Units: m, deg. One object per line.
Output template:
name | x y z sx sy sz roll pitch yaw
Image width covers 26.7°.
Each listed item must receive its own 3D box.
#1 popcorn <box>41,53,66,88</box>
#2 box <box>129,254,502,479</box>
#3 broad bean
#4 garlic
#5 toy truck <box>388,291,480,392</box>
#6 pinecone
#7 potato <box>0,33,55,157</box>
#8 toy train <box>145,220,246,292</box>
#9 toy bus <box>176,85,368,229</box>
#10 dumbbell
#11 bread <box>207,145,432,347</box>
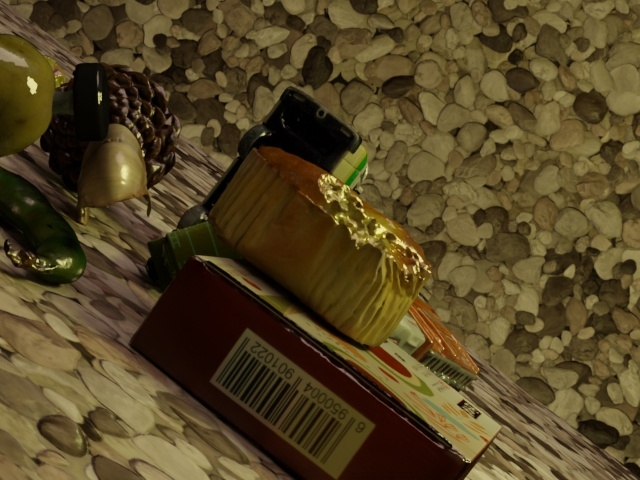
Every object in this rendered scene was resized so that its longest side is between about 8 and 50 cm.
popcorn | -0.493 -0.279 2.347 0.089 0.109 0.097 3 -55 36
box | 0.014 0.164 1.494 0.344 0.122 0.385 37 5 12
broad bean | -0.324 -0.030 1.421 0.144 0.049 0.292 30 9 -44
garlic | -0.265 -0.084 1.747 0.099 0.124 0.174 1 14 -10
toy truck | 0.077 0.139 1.873 0.207 0.173 0.387 49 7 26
pinecone | -0.298 -0.147 1.917 0.208 0.207 0.208 36 5 -4
potato | -0.409 -0.174 1.554 0.200 0.154 0.137 19 55 -28
toy train | -0.109 0.003 1.689 0.137 0.226 0.090 136 -65 -79
toy bus | -0.060 -0.046 1.910 0.143 0.305 0.179 37 3 23
dumbbell | -0.364 -0.171 1.685 0.191 0.100 0.100 -2 8 -3
bread | 0.000 0.000 1.496 0.250 0.133 0.179 38 2 28
